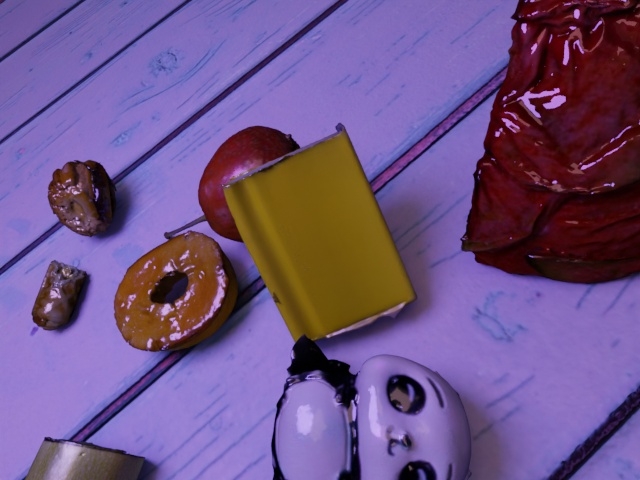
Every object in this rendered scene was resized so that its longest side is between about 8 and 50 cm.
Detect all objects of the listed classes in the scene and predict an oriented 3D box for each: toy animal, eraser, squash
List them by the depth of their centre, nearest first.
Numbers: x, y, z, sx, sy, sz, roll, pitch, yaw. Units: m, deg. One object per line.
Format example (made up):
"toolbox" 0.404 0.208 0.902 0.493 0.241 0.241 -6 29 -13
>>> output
"toy animal" 0.051 0.175 0.431 0.179 0.138 0.166 -5 76 23
"squash" -0.287 0.316 0.484 0.123 0.123 0.186 6 62 23
"eraser" 0.000 0.000 0.517 0.158 0.226 0.069 -24 13 3

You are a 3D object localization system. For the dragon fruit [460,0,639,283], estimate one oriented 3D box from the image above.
"dragon fruit" 0.253 -0.123 0.463 0.302 0.330 0.240 -33 34 1

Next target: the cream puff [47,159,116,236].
"cream puff" -0.403 -0.071 0.753 0.104 0.119 0.133 -5 87 -23

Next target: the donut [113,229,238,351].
"donut" -0.196 0.076 0.617 0.178 0.065 0.162 -22 61 10

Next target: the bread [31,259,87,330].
"bread" -0.415 0.088 0.700 0.066 0.060 0.110 -13 55 31

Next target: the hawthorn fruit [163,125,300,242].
"hawthorn fruit" -0.142 -0.054 0.638 0.285 0.165 0.165 -24 55 18
